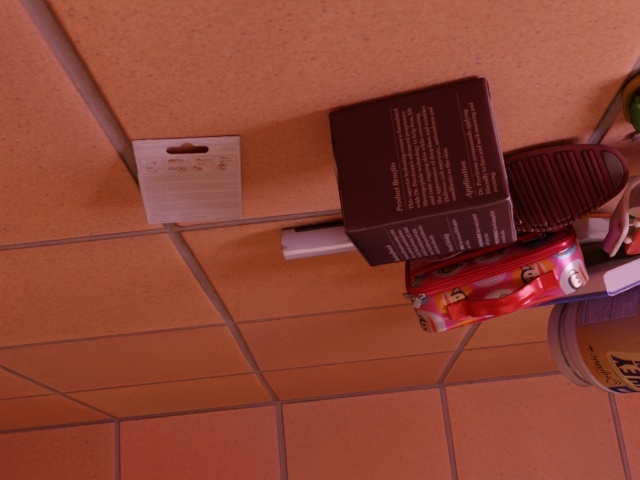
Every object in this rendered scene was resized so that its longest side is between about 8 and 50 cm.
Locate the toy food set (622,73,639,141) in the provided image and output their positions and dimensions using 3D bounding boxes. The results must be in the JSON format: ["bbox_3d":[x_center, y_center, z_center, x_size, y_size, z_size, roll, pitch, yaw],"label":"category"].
[{"bbox_3d":[0.473,-0.160,1.043,0.128,0.071,0.218,-14,159,20],"label":"toy food set"}]

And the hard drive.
[{"bbox_3d":[0.425,0.082,1.426,0.210,0.040,0.318,-13,178,-40],"label":"hard drive"}]

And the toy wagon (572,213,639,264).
[{"bbox_3d":[0.567,0.027,1.536,0.344,0.068,0.267,15,160,-37],"label":"toy wagon"}]

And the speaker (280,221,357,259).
[{"bbox_3d":[0.000,0.000,1.369,0.136,0.055,0.055,-8,160,5],"label":"speaker"}]

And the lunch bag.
[{"bbox_3d":[0.286,0.052,1.314,0.293,0.120,0.258,-19,-163,14],"label":"lunch bag"}]

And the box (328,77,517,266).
[{"bbox_3d":[0.135,-0.080,1.018,0.203,0.168,0.167,-10,161,13],"label":"box"}]

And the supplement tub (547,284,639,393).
[{"bbox_3d":[0.610,0.170,1.487,0.228,0.228,0.316,5,165,-29],"label":"supplement tub"}]

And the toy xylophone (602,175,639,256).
[{"bbox_3d":[0.557,-0.063,1.110,0.322,0.081,0.236,-13,159,13],"label":"toy xylophone"}]

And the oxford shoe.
[{"bbox_3d":[0.301,-0.070,1.232,0.348,0.123,0.130,-17,-177,26],"label":"oxford shoe"}]

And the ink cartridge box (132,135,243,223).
[{"bbox_3d":[-0.182,-0.094,1.108,0.145,0.045,0.179,-3,142,-6],"label":"ink cartridge box"}]
